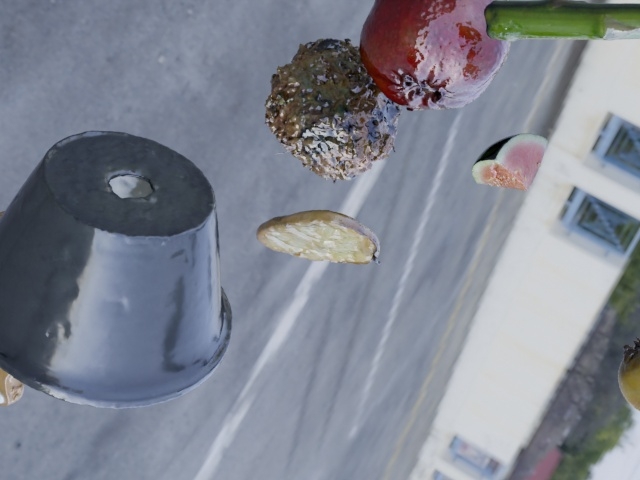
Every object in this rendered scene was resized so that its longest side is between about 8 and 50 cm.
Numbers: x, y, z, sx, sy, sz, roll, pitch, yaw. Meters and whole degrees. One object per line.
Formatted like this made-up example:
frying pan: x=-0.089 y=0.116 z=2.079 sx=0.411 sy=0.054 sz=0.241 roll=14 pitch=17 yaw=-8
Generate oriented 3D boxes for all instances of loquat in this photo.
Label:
loquat: x=0.617 y=0.246 z=2.004 sx=0.163 sy=0.163 sz=0.137 roll=-64 pitch=178 yaw=18

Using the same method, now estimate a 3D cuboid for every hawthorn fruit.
hawthorn fruit: x=0.212 y=-0.384 z=1.933 sx=0.265 sy=0.265 sz=0.307 roll=88 pitch=21 yaw=-66

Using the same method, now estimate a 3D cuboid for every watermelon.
watermelon: x=0.318 y=-0.125 z=1.781 sx=0.135 sy=0.094 sz=0.125 roll=-26 pitch=163 yaw=-11

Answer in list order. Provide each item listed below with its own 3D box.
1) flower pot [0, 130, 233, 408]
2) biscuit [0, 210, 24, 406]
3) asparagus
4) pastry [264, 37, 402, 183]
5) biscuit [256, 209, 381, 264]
flower pot: x=-0.191 y=0.008 z=1.024 sx=0.269 sy=0.269 sz=0.166 roll=-42 pitch=162 yaw=-52
biscuit: x=-0.388 y=0.068 z=1.423 sx=0.340 sy=0.216 sz=0.047 roll=-36 pitch=170 yaw=38
asparagus: x=0.385 y=-0.334 z=1.680 sx=0.060 sy=0.278 sz=0.067 roll=39 pitch=65 yaw=-56
pastry: x=0.029 y=-0.248 z=2.045 sx=0.275 sy=0.275 sz=0.193 roll=-58 pitch=179 yaw=-9
biscuit: x=0.002 y=-0.005 z=1.741 sx=0.260 sy=0.203 sz=0.041 roll=121 pitch=-17 yaw=-74
